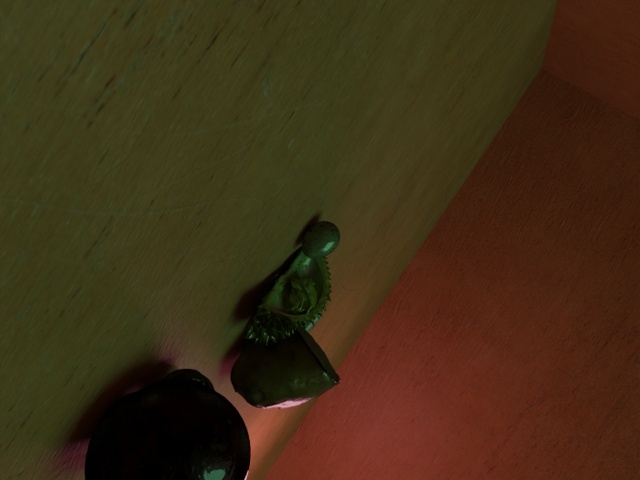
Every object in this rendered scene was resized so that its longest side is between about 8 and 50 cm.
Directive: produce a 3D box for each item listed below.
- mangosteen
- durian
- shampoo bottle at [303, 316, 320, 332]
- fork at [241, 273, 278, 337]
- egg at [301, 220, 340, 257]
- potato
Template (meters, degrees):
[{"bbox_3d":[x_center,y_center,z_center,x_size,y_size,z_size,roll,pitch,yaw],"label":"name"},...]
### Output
[{"bbox_3d":[-0.300,0.394,1.149,0.306,0.359,0.306,-15,137,-15],"label":"mangosteen"},{"bbox_3d":[-0.084,0.141,1.501,0.355,0.157,0.169,-49,127,-51],"label":"durian"},{"bbox_3d":[-0.116,0.327,1.829,0.284,0.071,0.153,-47,176,-26],"label":"shampoo bottle"},{"bbox_3d":[-0.148,0.171,1.508,0.034,0.028,0.219,-22,145,-57],"label":"fork"},{"bbox_3d":[0.000,0.000,1.488,0.110,0.085,0.085,-48,163,-22],"label":"egg"},{"bbox_3d":[-0.118,0.354,1.633,0.237,0.301,0.289,-38,135,-1],"label":"potato"}]
